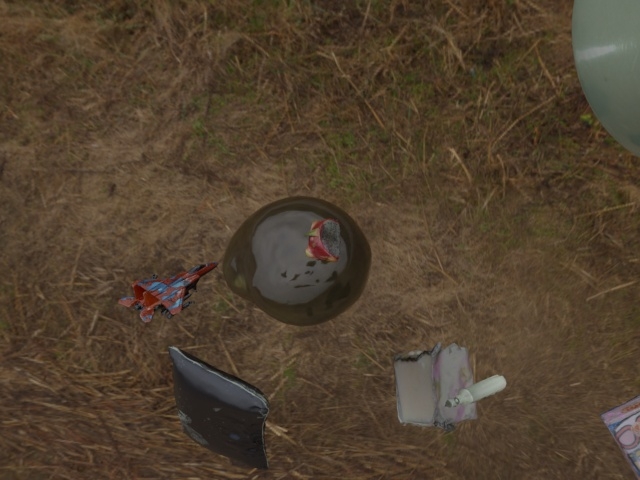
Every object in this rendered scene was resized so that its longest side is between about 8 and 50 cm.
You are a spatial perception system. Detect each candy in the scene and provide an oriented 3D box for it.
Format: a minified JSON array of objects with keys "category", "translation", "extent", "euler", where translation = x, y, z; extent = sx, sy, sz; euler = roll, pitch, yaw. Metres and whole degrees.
[{"category":"candy","translation":[0.272,0.346,1.360],"extent":[0.137,0.185,0.195],"euler":[2,75,-24]}]

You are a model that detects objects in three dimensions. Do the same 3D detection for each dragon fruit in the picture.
[{"category":"dragon fruit","translation":[0.000,0.000,1.050],"extent":[0.056,0.060,0.083],"euler":[-18,62,44]}]

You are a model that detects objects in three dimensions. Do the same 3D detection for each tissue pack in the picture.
[{"category":"tissue pack","translation":[0.608,0.367,1.052],"extent":[0.116,0.065,0.155],"euler":[-33,97,10]}]

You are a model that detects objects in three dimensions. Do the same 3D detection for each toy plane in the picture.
[{"category":"toy plane","translation":[-0.256,0.086,1.027],"extent":[0.130,0.189,0.061],"euler":[25,122,34]}]

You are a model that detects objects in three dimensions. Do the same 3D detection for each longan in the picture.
[{"category":"longan","translation":[-0.059,0.051,1.519],"extent":[0.405,0.404,0.336],"euler":[-4,115,14]}]

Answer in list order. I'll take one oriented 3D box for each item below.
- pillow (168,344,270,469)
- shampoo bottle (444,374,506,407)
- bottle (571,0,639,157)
[{"category":"pillow","translation":[-0.125,0.218,0.719],"extent":[0.141,0.208,0.055],"euler":[24,49,14]},{"category":"shampoo bottle","translation":[0.302,0.300,1.126],"extent":[0.141,0.049,0.034],"euler":[-10,66,-32]},{"category":"bottle","translation":[0.258,-0.112,0.204],"extent":[0.229,0.351,0.229],"euler":[0,103,-1]}]
